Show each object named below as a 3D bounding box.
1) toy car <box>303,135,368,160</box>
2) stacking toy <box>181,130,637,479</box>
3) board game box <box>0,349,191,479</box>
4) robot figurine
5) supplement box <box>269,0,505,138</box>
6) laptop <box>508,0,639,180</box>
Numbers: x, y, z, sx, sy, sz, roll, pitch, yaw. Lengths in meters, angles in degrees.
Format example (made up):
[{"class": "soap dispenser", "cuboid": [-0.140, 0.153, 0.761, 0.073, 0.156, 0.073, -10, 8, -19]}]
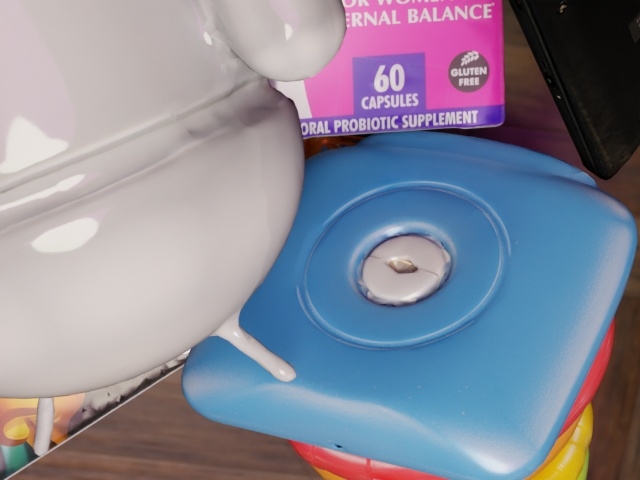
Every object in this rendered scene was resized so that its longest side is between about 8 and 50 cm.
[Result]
[{"class": "toy car", "cuboid": [0.000, 0.000, 0.936, 0.060, 0.040, 0.122, 26, 100, -13]}, {"class": "stacking toy", "cuboid": [0.071, 0.106, 0.906, 0.175, 0.166, 0.302, 10, 144, 26]}, {"class": "board game box", "cuboid": [-0.187, -0.042, 0.876, 0.193, 0.053, 0.305, -33, 99, 2]}, {"class": "robot figurine", "cuboid": [-0.131, -0.088, 0.746, 0.300, 0.200, 0.353, -16, 101, 36]}, {"class": "supplement box", "cuboid": [0.018, -0.164, 0.859, 0.111, 0.114, 0.220, -5, 103, -6]}, {"class": "laptop", "cuboid": [0.103, -0.313, 0.781, 0.382, 0.236, 0.408, -50, 146, -10]}]
